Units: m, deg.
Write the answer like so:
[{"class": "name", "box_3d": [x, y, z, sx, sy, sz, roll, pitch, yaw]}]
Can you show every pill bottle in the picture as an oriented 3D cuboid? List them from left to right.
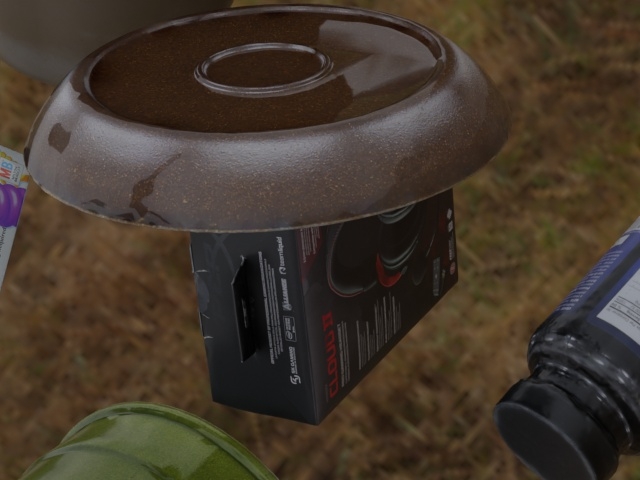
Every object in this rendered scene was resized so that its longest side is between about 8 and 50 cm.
[{"class": "pill bottle", "box_3d": [0.226, 0.075, 1.411, 0.219, 0.123, 0.123, -45, 30, -21]}]

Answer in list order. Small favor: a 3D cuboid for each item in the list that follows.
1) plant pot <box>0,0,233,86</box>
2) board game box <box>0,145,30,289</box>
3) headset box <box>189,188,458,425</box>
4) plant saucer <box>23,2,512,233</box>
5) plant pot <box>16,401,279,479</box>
[{"class": "plant pot", "box_3d": [-0.159, -0.277, 1.485, 0.323, 0.323, 0.280, -97, 12, -50]}, {"class": "board game box", "box_3d": [-0.357, 0.010, 1.574, 0.275, 0.142, 0.144, -26, 47, 57]}, {"class": "headset box", "box_3d": [0.000, 0.000, 1.653, 0.110, 0.218, 0.293, 10, 31, 29]}, {"class": "plant saucer", "box_3d": [-0.035, -0.090, 1.246, 0.310, 0.050, 0.310, -2, 26, 1]}, {"class": "plant pot", "box_3d": [-0.218, 0.370, 1.629, 0.366, 0.366, 0.353, -13, 10, 42]}]
